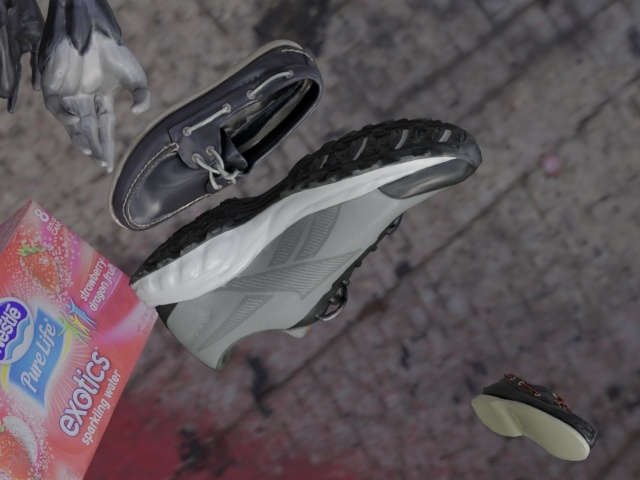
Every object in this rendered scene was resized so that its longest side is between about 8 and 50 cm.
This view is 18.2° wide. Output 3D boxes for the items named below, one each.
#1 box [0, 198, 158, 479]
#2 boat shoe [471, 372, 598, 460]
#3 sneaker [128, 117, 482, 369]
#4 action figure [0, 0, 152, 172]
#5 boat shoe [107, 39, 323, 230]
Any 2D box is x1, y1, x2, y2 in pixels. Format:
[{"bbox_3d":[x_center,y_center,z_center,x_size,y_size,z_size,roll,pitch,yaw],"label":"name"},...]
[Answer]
[{"bbox_3d":[-0.263,0.129,1.600,0.154,0.142,0.300,41,36,-14],"label":"box"},{"bbox_3d":[0.163,0.127,1.472,0.042,0.133,0.049,-37,112,-18],"label":"boat shoe"},{"bbox_3d":[0.000,0.000,1.401,0.108,0.272,0.100,57,22,-12],"label":"sneaker"},{"bbox_3d":[-0.153,-0.079,0.824,0.164,0.276,0.140,-12,92,-10],"label":"action figure"},{"bbox_3d":[-0.082,-0.078,1.583,0.206,0.065,0.075,-41,125,-2],"label":"boat shoe"}]
